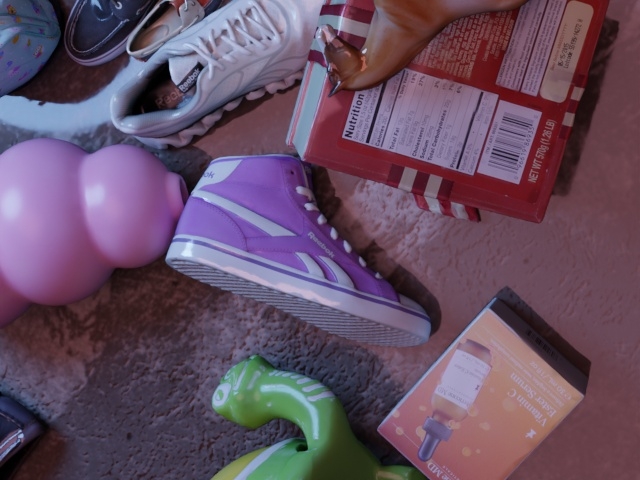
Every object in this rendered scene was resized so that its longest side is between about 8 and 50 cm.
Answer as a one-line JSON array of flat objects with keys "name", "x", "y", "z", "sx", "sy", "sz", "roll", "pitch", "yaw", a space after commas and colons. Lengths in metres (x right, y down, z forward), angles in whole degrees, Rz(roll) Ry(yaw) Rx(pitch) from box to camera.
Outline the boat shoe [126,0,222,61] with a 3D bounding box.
[{"name": "boat shoe", "x": -0.152, "y": -0.243, "z": 1.327, "sx": 0.137, "sy": 0.043, "sz": 0.049, "roll": -43, "pitch": 80, "yaw": 9}]

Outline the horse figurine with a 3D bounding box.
[{"name": "horse figurine", "x": 0.108, "y": -0.230, "z": 0.984, "sx": 0.263, "sy": 0.066, "sz": 0.174, "roll": -21, "pitch": 112, "yaw": -7}]

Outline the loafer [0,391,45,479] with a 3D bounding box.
[{"name": "loafer", "x": -0.412, "y": 0.313, "z": 1.416, "sx": 0.095, "sy": 0.109, "sz": 0.302, "roll": 27, "pitch": 98, "yaw": 6}]

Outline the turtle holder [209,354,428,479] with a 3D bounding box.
[{"name": "turtle holder", "x": -0.041, "y": 0.301, "z": 1.248, "sx": 0.228, "sy": 0.243, "sz": 0.320, "roll": -9, "pitch": 113, "yaw": 36}]

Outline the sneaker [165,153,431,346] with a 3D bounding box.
[{"name": "sneaker", "x": 0.000, "y": 0.000, "z": 1.286, "sx": 0.282, "sy": 0.102, "sz": 0.161, "roll": 23, "pitch": 69, "yaw": -8}]

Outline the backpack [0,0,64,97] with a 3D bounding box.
[{"name": "backpack", "x": -0.353, "y": -0.214, "z": 1.311, "sx": 0.115, "sy": 0.182, "sz": 0.152, "roll": 41, "pitch": 102, "yaw": 7}]

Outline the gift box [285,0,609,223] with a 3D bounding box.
[{"name": "gift box", "x": 0.121, "y": -0.146, "z": 1.167, "sx": 0.276, "sy": 0.258, "sz": 0.255, "roll": 19, "pitch": 98, "yaw": -8}]

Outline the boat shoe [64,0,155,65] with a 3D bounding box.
[{"name": "boat shoe", "x": -0.199, "y": -0.277, "z": 1.321, "sx": 0.228, "sy": 0.076, "sz": 0.080, "roll": -42, "pitch": 84, "yaw": 14}]

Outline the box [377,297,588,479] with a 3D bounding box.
[{"name": "box", "x": 0.165, "y": 0.165, "z": 1.261, "sx": 0.130, "sy": 0.091, "sz": 0.170, "roll": 42, "pitch": 103, "yaw": 7}]

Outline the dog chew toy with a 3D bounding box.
[{"name": "dog chew toy", "x": -0.302, "y": -0.017, "z": 1.315, "sx": 0.332, "sy": 0.206, "sz": 0.206, "roll": -12, "pitch": 92, "yaw": 7}]

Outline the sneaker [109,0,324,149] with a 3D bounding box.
[{"name": "sneaker", "x": -0.092, "y": -0.191, "z": 1.283, "sx": 0.292, "sy": 0.118, "sz": 0.110, "roll": -35, "pitch": 84, "yaw": 13}]
